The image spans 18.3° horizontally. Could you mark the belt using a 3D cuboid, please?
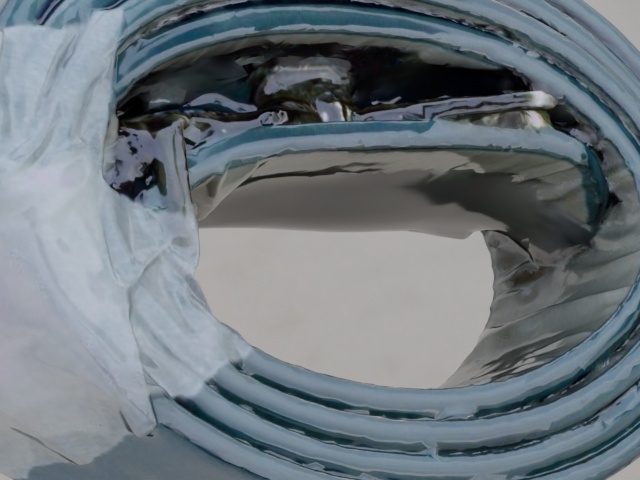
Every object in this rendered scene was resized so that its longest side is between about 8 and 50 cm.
[{"bbox_3d":[0.002,0.000,0.971,0.437,0.173,0.300,2,70,-30],"label":"belt"}]
